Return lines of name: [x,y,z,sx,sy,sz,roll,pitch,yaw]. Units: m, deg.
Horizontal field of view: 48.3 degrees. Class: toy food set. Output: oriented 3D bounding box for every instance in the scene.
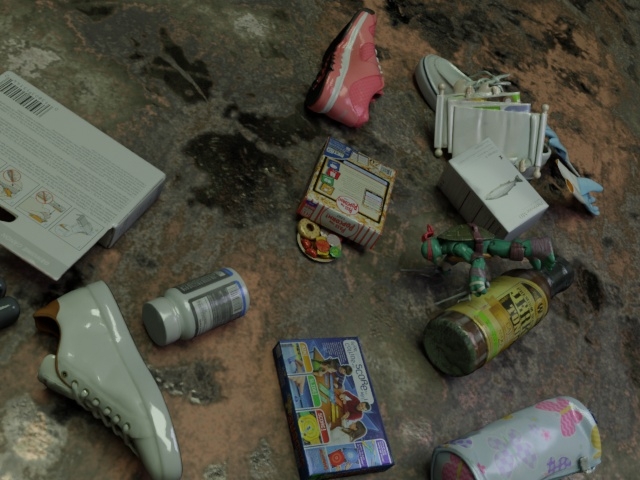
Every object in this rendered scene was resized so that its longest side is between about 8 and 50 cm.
toy food set: [0.000,0.000,1.213,0.083,0.020,0.083,9,52,-21]

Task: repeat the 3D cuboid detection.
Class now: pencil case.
pencil case: [0.292,0.322,1.057,0.273,0.113,0.124,-10,63,-32]

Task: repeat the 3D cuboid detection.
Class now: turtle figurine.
turtle figurine: [0.254,0.029,1.186,0.234,0.118,0.175,-5,17,1]

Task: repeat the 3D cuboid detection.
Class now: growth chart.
growth chart: [0.343,-0.230,1.446,0.237,0.171,0.021,12,9,10]

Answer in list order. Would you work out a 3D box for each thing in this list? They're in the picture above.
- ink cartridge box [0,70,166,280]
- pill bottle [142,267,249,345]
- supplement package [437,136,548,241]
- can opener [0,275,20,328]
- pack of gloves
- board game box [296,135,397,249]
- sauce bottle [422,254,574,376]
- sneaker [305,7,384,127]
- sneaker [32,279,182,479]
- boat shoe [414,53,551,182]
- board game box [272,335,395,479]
ink cartridge box: [-0.421,-0.089,1.035,0.296,0.066,0.261,34,48,0]
pill bottle: [-0.176,0.095,1.014,0.137,0.078,0.078,-21,67,-37]
supplement package: [0.326,-0.087,1.368,0.105,0.105,0.179,-32,73,-17]
can opener: [-0.497,0.106,0.831,0.283,0.095,0.076,-25,71,-38]
pack of gloves: [0.546,-0.160,1.523,0.232,0.046,0.195,22,47,-54]
board game box: [0.051,-0.089,1.275,0.147,0.045,0.193,27,41,-6]
sauce bottle: [0.321,0.113,1.229,0.344,0.111,0.111,-27,71,-37]
sneaker: [0.074,-0.347,1.470,0.136,0.116,0.313,32,54,-16]
sneaker: [-0.273,0.190,0.890,0.123,0.106,0.290,-21,60,-27]
boat shoe: [0.355,-0.293,1.520,0.136,0.156,0.367,-21,68,-37]
board game box: [0.017,0.238,1.033,0.136,0.035,0.201,2,56,-26]
